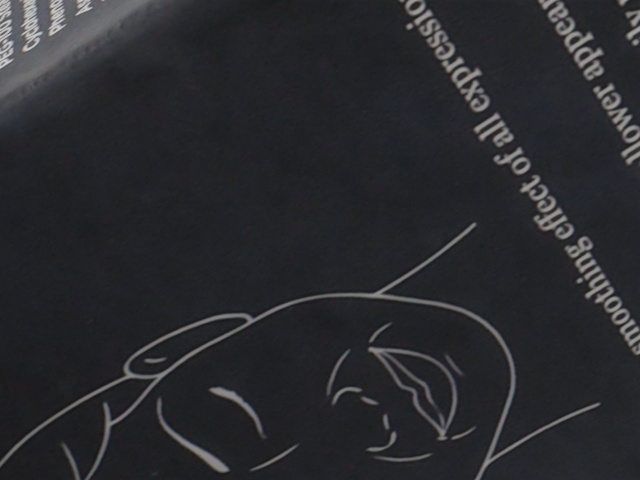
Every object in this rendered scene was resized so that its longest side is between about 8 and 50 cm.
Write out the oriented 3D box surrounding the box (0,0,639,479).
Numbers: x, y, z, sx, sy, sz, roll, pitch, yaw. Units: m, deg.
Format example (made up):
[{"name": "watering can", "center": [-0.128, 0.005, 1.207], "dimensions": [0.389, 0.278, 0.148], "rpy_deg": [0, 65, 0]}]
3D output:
[{"name": "box", "center": [0.000, 0.000, 0.659], "dimensions": [0.395, 0.212, 0.293], "rpy_deg": [-32, 120, 8]}]
